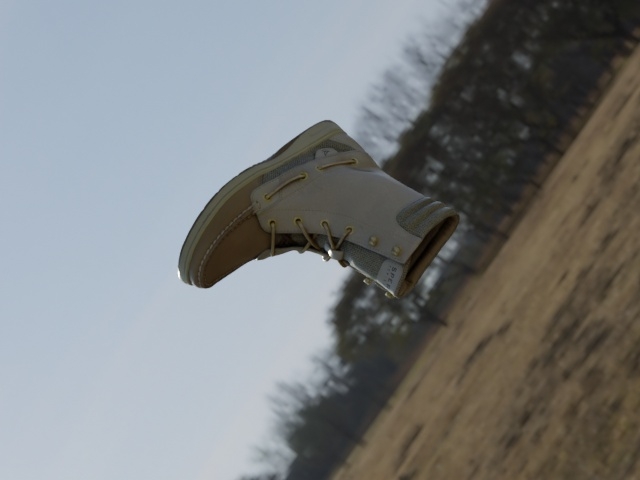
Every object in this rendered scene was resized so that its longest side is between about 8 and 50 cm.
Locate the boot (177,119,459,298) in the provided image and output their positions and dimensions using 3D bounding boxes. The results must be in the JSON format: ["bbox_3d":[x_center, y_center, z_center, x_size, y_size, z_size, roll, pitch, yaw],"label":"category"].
[{"bbox_3d":[0.000,0.000,1.089,0.213,0.165,0.077,-40,-25,-30],"label":"boot"}]
